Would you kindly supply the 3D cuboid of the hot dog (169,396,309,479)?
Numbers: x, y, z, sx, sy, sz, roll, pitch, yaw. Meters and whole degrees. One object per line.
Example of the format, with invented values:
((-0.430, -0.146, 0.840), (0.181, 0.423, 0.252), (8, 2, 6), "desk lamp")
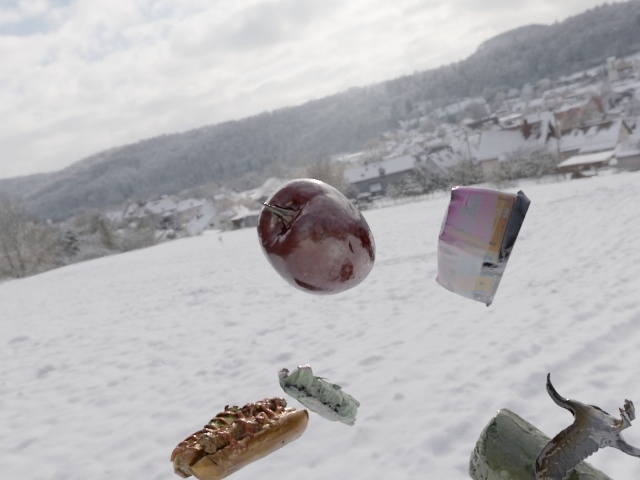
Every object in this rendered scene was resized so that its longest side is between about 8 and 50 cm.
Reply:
((-0.181, 0.445, 1.196), (0.158, 0.116, 0.349), (-11, -3, 41), "hot dog")

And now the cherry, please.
((0.000, 0.000, 1.010), (0.300, 0.202, 0.230), (27, 10, -45), "cherry")

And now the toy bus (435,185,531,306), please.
((0.363, 0.018, 1.205), (0.163, 0.171, 0.386), (20, -18, 20), "toy bus")

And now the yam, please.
((0.490, 0.536, 1.167), (0.300, 0.195, 0.195), (30, 37, 34), "yam")

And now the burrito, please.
((0.010, 0.349, 1.127), (0.096, 0.309, 0.066), (-12, 52, 25), "burrito")

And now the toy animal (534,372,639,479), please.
((0.528, 0.343, 1.000), (0.273, 0.197, 0.160), (-13, -9, -41), "toy animal")
